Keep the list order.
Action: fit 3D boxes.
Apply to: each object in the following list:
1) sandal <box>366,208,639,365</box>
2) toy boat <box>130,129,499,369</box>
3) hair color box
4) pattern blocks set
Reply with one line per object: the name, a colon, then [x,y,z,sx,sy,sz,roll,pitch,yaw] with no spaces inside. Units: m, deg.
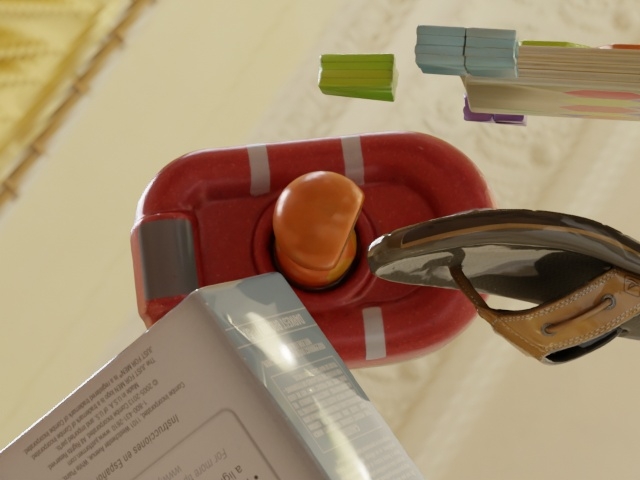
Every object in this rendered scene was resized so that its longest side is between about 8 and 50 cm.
sandal: [0.129,0.035,0.958,0.090,0.219,0.060,140,-37,-61]
toy boat: [0.000,0.000,1.209,0.231,0.151,0.151,-6,-103,-7]
hair color box: [-0.004,0.223,1.070,0.185,0.113,0.374,-39,-101,21]
pattern blocks set: [0.141,-0.082,1.020,0.285,0.325,0.026,4,-91,-3]
